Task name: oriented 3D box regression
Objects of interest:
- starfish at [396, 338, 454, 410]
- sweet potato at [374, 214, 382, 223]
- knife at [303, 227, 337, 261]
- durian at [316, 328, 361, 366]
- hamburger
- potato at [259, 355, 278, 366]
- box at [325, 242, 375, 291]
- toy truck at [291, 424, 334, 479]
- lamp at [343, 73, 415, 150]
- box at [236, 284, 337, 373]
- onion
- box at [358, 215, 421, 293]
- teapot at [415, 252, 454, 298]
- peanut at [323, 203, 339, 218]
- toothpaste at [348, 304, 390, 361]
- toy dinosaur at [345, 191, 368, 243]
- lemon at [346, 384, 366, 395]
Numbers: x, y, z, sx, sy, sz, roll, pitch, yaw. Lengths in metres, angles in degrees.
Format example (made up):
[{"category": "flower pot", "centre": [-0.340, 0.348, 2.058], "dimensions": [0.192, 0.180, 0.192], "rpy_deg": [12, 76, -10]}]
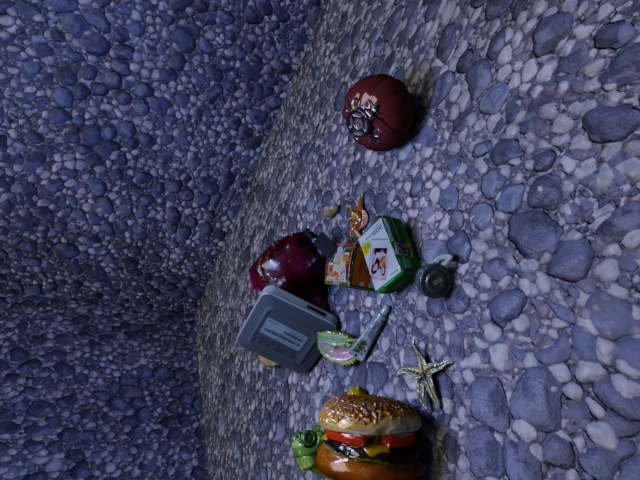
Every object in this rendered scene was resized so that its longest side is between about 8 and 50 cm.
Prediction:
[{"category": "starfish", "centre": [0.334, 0.422, 1.469], "dimensions": [0.217, 0.050, 0.223], "rpy_deg": [-37, 59, 44]}, {"category": "sweet potato", "centre": [0.264, -0.034, 1.809], "dimensions": [0.050, 0.050, 0.214], "rpy_deg": [-64, 34, 24]}, {"category": "knife", "centre": [0.000, 0.000, 1.971], "dimensions": [0.072, 0.019, 0.245], "rpy_deg": [-57, 42, 12]}, {"category": "durian", "centre": [0.092, 0.431, 1.881], "dimensions": [0.221, 0.095, 0.137], "rpy_deg": [2, 101, 40]}, {"category": "hamburger", "centre": [0.149, 0.615, 1.448], "dimensions": [0.330, 0.330, 0.250], "rpy_deg": [-11, 67, 61]}, {"category": "potato", "centre": [-0.263, 0.611, 2.468], "dimensions": [0.178, 0.109, 0.118], "rpy_deg": [-12, 46, 55]}, {"category": "box", "centre": [0.132, 0.106, 1.887], "dimensions": [0.195, 0.148, 0.177], "rpy_deg": [-1, 76, 62]}, {"category": "toy truck", "centre": [-0.020, 0.830, 1.818], "dimensions": [0.148, 0.187, 0.210], "rpy_deg": [135, 139, -55]}, {"category": "lamp", "centre": [0.230, -0.502, 1.835], "dimensions": [0.303, 0.257, 0.303], "rpy_deg": [30, 137, 34]}, {"category": "box", "centre": [-0.155, 0.411, 2.073], "dimensions": [0.373, 0.367, 0.090], "rpy_deg": [-60, 6, 30]}, {"category": "onion", "centre": [-0.099, 0.179, 2.169], "dimensions": [0.420, 0.398, 0.398], "rpy_deg": [54, 145, -4]}, {"category": "box", "centre": [0.247, 0.052, 1.697], "dimensions": [0.180, 0.103, 0.250], "rpy_deg": [-47, 52, 44]}, {"category": "teapot", "centre": [0.358, 0.108, 1.501], "dimensions": [0.108, 0.111, 0.149], "rpy_deg": [-160, 78, -77]}, {"category": "peanut", "centre": [0.051, -0.142, 2.259], "dimensions": [0.113, 0.054, 0.054], "rpy_deg": [-42, 43, 49]}, {"category": "toothpaste", "centre": [0.194, 0.350, 1.761], "dimensions": [0.255, 0.067, 0.037], "rpy_deg": [-60, -6, 17]}, {"category": "toy dinosaur", "centre": [0.165, -0.101, 2.017], "dimensions": [0.142, 0.057, 0.212], "rpy_deg": [37, 113, 49]}, {"category": "lemon", "centre": [0.134, 0.596, 1.743], "dimensions": [0.082, 0.082, 0.110], "rpy_deg": [40, 114, 60]}]
